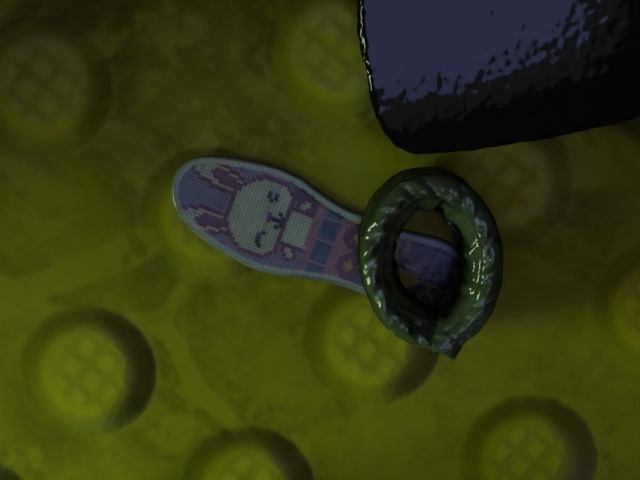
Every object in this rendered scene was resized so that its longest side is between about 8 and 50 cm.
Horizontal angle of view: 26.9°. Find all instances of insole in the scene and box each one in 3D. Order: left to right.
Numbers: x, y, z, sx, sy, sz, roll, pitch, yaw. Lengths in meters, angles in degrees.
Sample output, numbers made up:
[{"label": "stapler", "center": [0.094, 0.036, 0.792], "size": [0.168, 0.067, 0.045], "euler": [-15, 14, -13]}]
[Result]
[{"label": "insole", "center": [0.000, 0.000, 0.827], "size": [0.197, 0.004, 0.065], "euler": [22, 101, -3]}]

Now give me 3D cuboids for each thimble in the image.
[{"label": "thimble", "center": [0.065, 0.013, 0.792], "size": [0.084, 0.062, 0.110], "euler": [-12, 101, 2]}]

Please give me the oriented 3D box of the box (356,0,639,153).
[{"label": "box", "center": [0.116, -0.163, 0.771], "size": [0.201, 0.042, 0.213], "euler": [-8, 103, 3]}]
